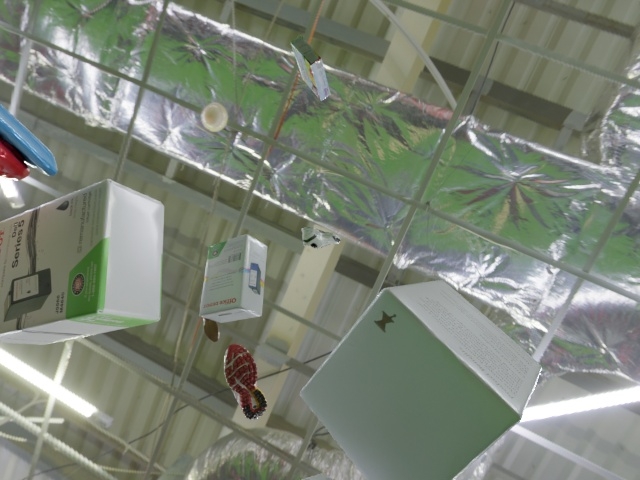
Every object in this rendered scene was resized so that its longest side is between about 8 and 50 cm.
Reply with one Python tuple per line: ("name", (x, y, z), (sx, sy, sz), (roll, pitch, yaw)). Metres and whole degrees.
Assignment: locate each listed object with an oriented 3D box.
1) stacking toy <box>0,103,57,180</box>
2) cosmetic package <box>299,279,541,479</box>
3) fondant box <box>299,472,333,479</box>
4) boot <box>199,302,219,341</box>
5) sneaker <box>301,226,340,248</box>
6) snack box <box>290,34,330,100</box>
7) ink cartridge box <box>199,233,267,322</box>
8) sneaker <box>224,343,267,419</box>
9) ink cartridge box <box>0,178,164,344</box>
("stacking toy", (-0.526, -0.069, 0.542), (0.175, 0.165, 0.301), (25, -113, 34))
("cosmetic package", (0.241, 0.318, 0.978), (0.329, 0.394, 0.327), (45, -70, 26))
("fondant box", (-0.094, 0.527, 0.662), (0.096, 0.330, 0.238), (16, -93, 39))
("boot", (-0.326, 0.235, 1.274), (0.042, 0.087, 0.118), (-18, -84, -6))
("sneaker", (0.000, 0.000, 0.955), (0.040, 0.109, 0.043), (-8, -105, 50))
("snack box", (-0.024, -0.449, 1.123), (0.037, 0.141, 0.100), (-33, -112, -2))
("ink cartridge box", (-0.239, 0.109, 1.183), (0.155, 0.093, 0.212), (-16, -122, 29))
("sneaker", (-0.220, 0.384, 1.180), (0.088, 0.093, 0.225), (-20, -69, -26))
("ink cartridge box", (-0.390, 0.046, 0.675), (0.273, 0.115, 0.198), (-14, -111, 23))
